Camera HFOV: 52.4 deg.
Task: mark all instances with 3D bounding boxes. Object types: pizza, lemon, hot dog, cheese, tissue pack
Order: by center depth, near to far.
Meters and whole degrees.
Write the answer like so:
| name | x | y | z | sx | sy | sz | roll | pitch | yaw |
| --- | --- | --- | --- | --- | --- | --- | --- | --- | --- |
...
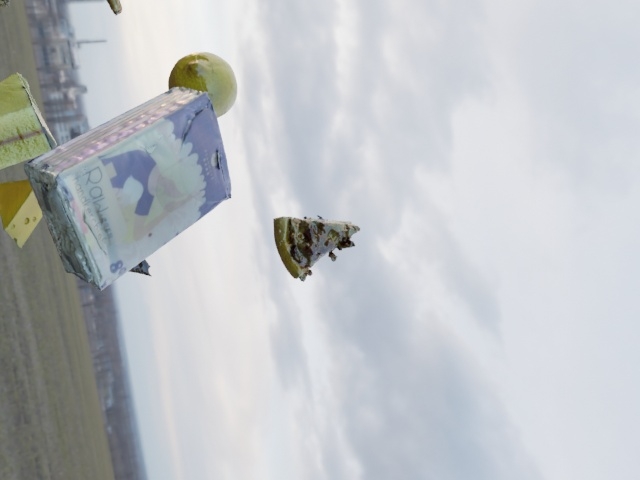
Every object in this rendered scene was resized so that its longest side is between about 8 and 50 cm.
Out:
| name | x | y | z | sx | sy | sz | roll | pitch | yaw |
| --- | --- | --- | --- | --- | --- | --- | --- | --- | --- |
| tissue pack | -0.326 | -0.099 | 1.165 | 0.125 | 0.344 | 0.242 | 23 | -44 | 32 |
| pizza | 0.000 | -0.001 | 1.424 | 0.069 | 0.194 | 0.154 | 156 | -84 | -79 |
| lemon | -0.317 | -0.411 | 1.757 | 0.244 | 0.187 | 0.186 | 74 | 1 | -75 |
| cheese | -0.816 | -0.072 | 1.771 | 0.093 | 0.126 | 0.171 | 83 | 1 | -54 |
| hot dog | -0.580 | -0.678 | 1.782 | 0.056 | 0.041 | 0.133 | 175 | -104 | -86 |

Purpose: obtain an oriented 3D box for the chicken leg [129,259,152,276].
| name | x | y | z | sx | sy | sz | roll | pitch | yaw |
| --- | --- | --- | --- | --- | --- | --- | --- | --- | --- |
| chicken leg | -0.556 | 0.008 | 1.840 | 0.063 | 0.105 | 0.233 | -69 | 150 | -64 |

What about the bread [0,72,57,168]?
| name | x | y | z | sx | sy | sz | roll | pitch | yaw |
| --- | --- | --- | --- | --- | --- | --- | --- | --- | --- |
| bread | -0.839 | -0.289 | 1.651 | 0.163 | 0.264 | 0.167 | 55 | -21 | 33 |

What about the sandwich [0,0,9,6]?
| name | x | y | z | sx | sy | sz | roll | pitch | yaw |
| --- | --- | --- | --- | --- | --- | --- | --- | --- | --- |
| sandwich | -0.613 | -0.442 | 1.149 | 0.093 | 0.105 | 0.035 | 33 | -60 | 41 |
